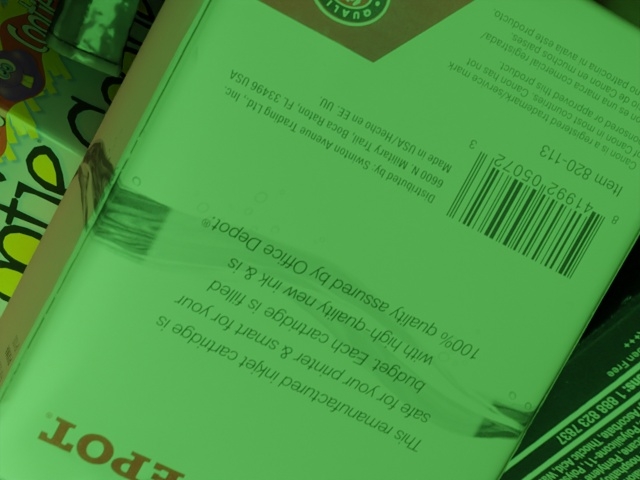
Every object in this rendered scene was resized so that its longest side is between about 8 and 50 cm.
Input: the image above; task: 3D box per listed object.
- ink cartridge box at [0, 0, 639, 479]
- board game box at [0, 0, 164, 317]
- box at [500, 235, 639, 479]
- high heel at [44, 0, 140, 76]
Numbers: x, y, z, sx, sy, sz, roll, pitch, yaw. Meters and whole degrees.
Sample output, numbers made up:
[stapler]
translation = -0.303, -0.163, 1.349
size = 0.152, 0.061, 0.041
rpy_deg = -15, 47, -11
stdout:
[ink cartridge box]
translation = 0.000, 0.000, 0.784
size = 0.207, 0.117, 0.283
rpy_deg = 27, 97, -16
[board game box]
translation = -0.082, -0.010, 0.935
size = 0.275, 0.142, 0.144
rpy_deg = 31, 129, -12
[box]
translation = 0.187, 0.123, 0.946
size = 0.294, 0.182, 0.296
rpy_deg = 35, 130, -14
[high heel]
translation = 0.022, -0.137, 0.860
size = 0.261, 0.093, 0.186
rpy_deg = 16, 107, -20
